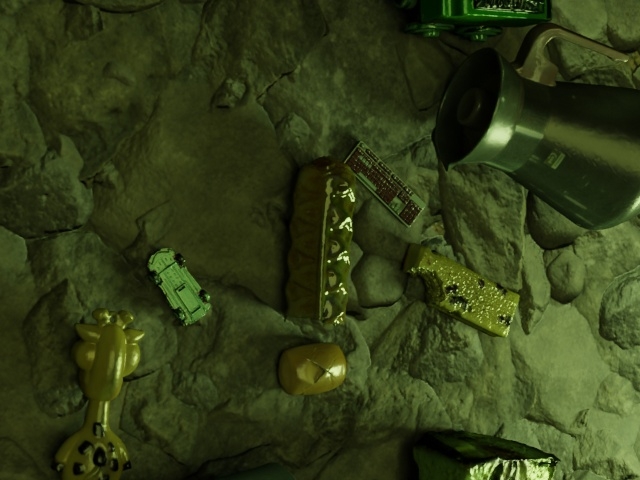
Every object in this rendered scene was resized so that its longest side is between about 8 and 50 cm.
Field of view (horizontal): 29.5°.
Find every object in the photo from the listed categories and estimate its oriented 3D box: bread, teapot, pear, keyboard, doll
[{"bbox_3d":[0.235,0.087,2.059,0.226,0.049,0.088,26,80,-26],"label":"bread"},{"bbox_3d":[0.001,0.000,1.909,0.087,0.098,0.269,4,91,-71],"label":"bread"},{"bbox_3d":[0.396,-0.192,2.019,0.344,0.253,0.300,17,109,-23],"label":"teapot"},{"bbox_3d":[0.258,0.457,2.031,0.238,0.164,0.255,5,95,-39],"label":"pear"},{"bbox_3d":[0.108,-0.094,2.001,0.166,0.017,0.055,43,73,-23],"label":"keyboard"},{"bbox_3d":[-0.009,0.205,1.928,0.115,0.056,0.082,-1,93,-28],"label":"bread"},{"bbox_3d":[-0.321,0.241,1.747,0.117,0.086,0.291,6,91,-33],"label":"doll"}]

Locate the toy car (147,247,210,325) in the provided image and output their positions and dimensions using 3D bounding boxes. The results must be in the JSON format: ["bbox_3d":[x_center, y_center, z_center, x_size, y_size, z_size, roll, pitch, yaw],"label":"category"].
[{"bbox_3d":[-0.216,0.069,1.825,0.059,0.035,0.122,-37,100,-22],"label":"toy car"}]

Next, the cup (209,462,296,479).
[{"bbox_3d":[-0.192,0.496,1.765,0.311,0.331,0.256,-9,63,-26],"label":"cup"}]

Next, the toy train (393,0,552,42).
[{"bbox_3d":[0.246,-0.398,1.968,0.243,0.188,0.132,-3,91,-28],"label":"toy train"}]
